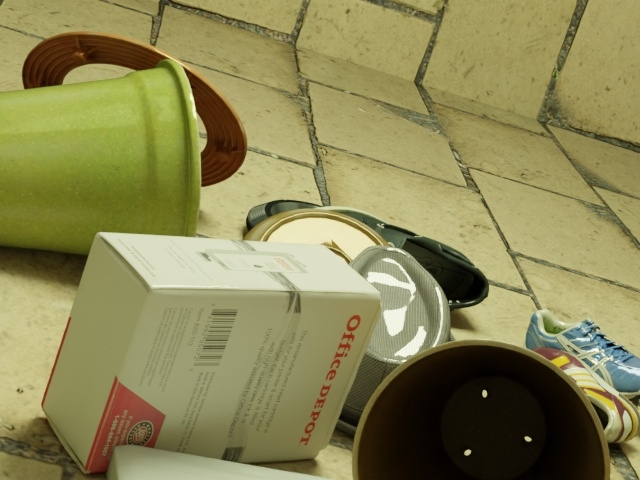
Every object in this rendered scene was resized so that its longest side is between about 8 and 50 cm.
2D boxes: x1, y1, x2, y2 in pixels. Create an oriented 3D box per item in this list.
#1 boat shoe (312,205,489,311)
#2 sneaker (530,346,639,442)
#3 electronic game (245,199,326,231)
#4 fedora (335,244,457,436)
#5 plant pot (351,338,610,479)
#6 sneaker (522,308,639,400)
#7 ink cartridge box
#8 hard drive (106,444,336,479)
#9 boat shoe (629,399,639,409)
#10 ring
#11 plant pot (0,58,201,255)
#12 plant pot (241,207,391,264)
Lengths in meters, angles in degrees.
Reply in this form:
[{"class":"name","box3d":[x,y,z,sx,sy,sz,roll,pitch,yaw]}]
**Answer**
[{"class":"boat shoe","box3d":[0.091,0.040,1.845,0.340,0.127,0.113,18,5,-33]},{"class":"sneaker","box3d":[0.322,0.195,1.728,0.185,0.070,0.084,33,18,36]},{"class":"electronic game","box3d":[0.000,0.000,1.983,0.229,0.048,0.229,18,20,-7]},{"class":"fedora","box3d":[0.067,0.098,1.554,0.243,0.124,0.275,16,38,-4]},{"class":"plant pot","box3d":[0.168,0.210,1.357,0.237,0.237,0.254,23,4,10]},{"class":"sneaker","box3d":[0.360,0.154,1.793,0.211,0.081,0.080,15,27,34]},{"class":"ink cartridge box","box3d":[-0.105,0.112,1.331,0.283,0.207,0.117,4,26,-40]},{"class":"hard drive","box3d":[-0.051,0.297,1.119,0.233,0.047,0.353,13,19,-18]},{"class":"boat shoe","box3d":[0.399,0.211,1.808,0.046,0.038,0.125,-2,20,-4]},{"class":"ring","box3d":[-0.265,-0.169,1.891,0.336,0.337,0.032,20,59,1]},{"class":"plant pot","box3d":[-0.306,-0.088,1.659,0.253,0.276,0.276,-2,26,-22]},{"class":"plant pot","box3d":[0.005,0.045,1.716,0.236,0.032,0.236,8,50,-10]}]
